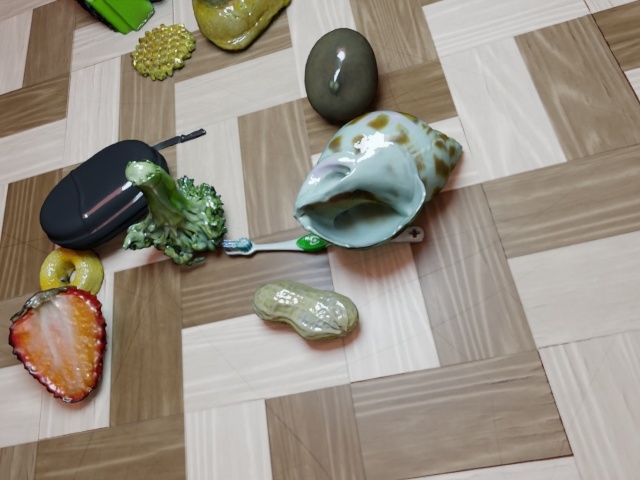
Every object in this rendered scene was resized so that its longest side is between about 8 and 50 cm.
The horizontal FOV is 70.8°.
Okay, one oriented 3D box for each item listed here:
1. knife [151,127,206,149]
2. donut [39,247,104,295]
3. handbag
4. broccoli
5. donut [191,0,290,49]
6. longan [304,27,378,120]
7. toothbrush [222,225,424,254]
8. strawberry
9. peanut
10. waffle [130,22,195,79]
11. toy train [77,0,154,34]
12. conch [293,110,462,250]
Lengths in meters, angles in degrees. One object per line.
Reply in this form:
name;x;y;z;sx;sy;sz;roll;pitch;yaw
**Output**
knife;-0.364;-0.250;1.127;0.170;0.010;0.023;-16;67;9
donut;-0.573;0.078;1.029;0.151;0.058;0.152;-4;70;11
handbag;-0.495;-0.112;1.030;0.308;0.093;0.254;-39;49;-8
broccoli;-0.325;-0.060;0.901;0.198;0.274;0.177;-25;67;15
donut;-0.217;-0.629;1.173;0.208;0.128;0.261;35;79;24
longan;0.045;-0.358;0.979;0.189;0.189;0.190;-5;68;12
toothbrush;0.001;0.002;0.926;0.417;0.040;0.042;-3;62;8
strawberry;-0.523;0.212;0.947;0.190;0.111;0.237;-19;89;-5
peanut;-0.033;0.131;0.852;0.214;0.090;0.099;14;83;22
waffle;-0.432;-0.519;1.234;0.190;0.038;0.191;-5;68;13
toy train;-0.596;-0.759;1.301;0.307;0.173;0.249;40;89;24
conch;0.123;-0.117;0.848;0.367;0.197;0.250;-26;69;2
